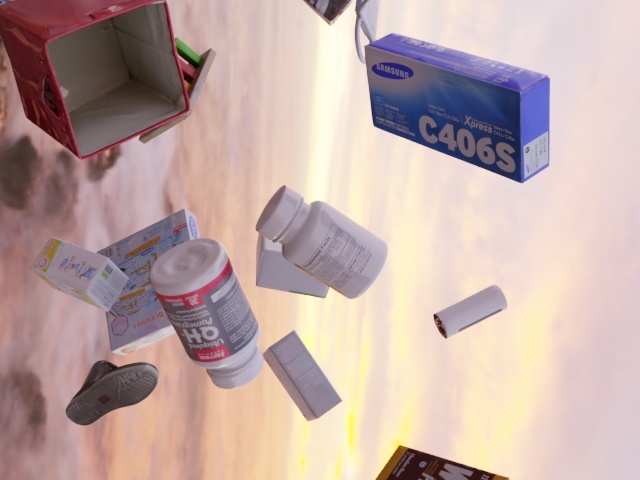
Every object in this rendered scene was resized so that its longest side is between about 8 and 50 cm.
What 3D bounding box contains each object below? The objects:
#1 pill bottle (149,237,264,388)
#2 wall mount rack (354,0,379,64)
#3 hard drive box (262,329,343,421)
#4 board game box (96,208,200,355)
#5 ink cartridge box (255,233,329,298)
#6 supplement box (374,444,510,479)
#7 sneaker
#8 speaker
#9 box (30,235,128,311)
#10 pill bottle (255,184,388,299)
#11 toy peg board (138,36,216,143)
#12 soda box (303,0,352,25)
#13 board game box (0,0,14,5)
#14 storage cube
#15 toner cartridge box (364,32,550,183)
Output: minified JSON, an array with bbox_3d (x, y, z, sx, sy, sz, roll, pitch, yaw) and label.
[{"bbox_3d":[-0.236,0.168,1.965,0.176,0.176,0.319,-90,162,-58],"label":"pill bottle"},{"bbox_3d":[0.144,-0.566,1.921,0.304,0.130,0.350,53,40,-61],"label":"wall mount rack"},{"bbox_3d":[-0.054,0.375,2.453,0.232,0.089,0.181,56,-16,5],"label":"hard drive box"},{"bbox_3d":[-0.463,0.117,2.493,0.066,0.318,0.318,33,37,-57],"label":"board game box"},{"bbox_3d":[-0.059,0.032,1.978,0.219,0.160,0.093,-98,-159,-69],"label":"ink cartridge box"},{"bbox_3d":[0.189,0.432,1.321,0.129,0.194,0.191,-47,128,-34],"label":"supplement box"},{"bbox_3d":[-0.390,0.259,1.710,0.083,0.222,0.118,50,27,-26],"label":"sneaker"},{"bbox_3d":[0.283,0.135,1.701,0.055,0.136,0.055,61,-12,22],"label":"speaker"},{"bbox_3d":[-0.607,0.083,2.252,0.103,0.203,0.114,-61,151,-20],"label":"box"},{"bbox_3d":[0.000,0.000,1.666,0.131,0.229,0.131,-51,-164,20],"label":"pill bottle"},{"bbox_3d":[-0.291,-0.286,1.664,0.161,0.079,0.161,-20,-137,46],"label":"toy peg board"},{"bbox_3d":[-0.025,-0.440,1.500,0.060,0.169,0.053,-47,-177,2],"label":"soda box"},{"bbox_3d":[-0.452,-0.349,1.493,0.035,0.136,0.201,-96,176,-62],"label":"board game box"},{"bbox_3d":[-0.334,-0.260,1.298,0.193,0.215,0.184,33,-38,42],"label":"storage cube"},{"bbox_3d":[0.224,-0.231,1.511,0.347,0.075,0.165,28,-42,43],"label":"toner cartridge box"}]
